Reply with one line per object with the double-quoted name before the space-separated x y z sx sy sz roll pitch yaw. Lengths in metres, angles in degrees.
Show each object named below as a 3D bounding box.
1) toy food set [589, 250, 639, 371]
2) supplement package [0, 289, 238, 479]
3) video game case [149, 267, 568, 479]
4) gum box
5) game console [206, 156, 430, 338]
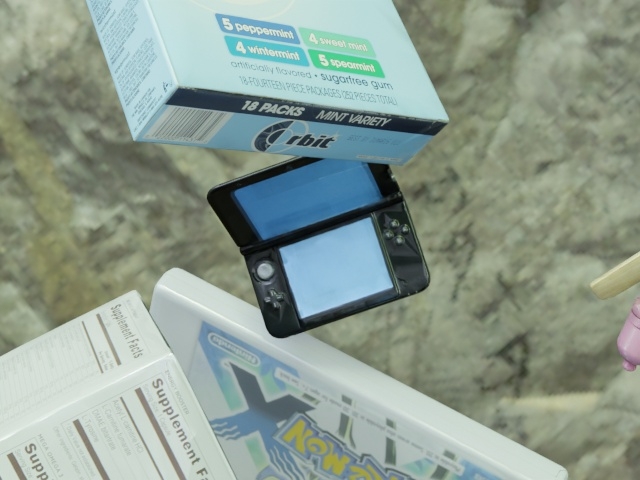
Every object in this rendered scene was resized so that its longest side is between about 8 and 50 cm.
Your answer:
"toy food set" 0.171 0.043 0.561 0.122 0.078 0.019 49 18 -21
"supplement package" -0.174 0.152 0.722 0.134 0.244 0.139 67 -9 -18
"video game case" -0.008 0.208 1.016 0.329 0.036 0.300 26 -51 12
"gum box" -0.039 -0.124 0.600 0.041 0.157 0.184 -43 -122 39
"game console" 0.000 0.000 0.878 0.071 0.122 0.107 20 52 -77
